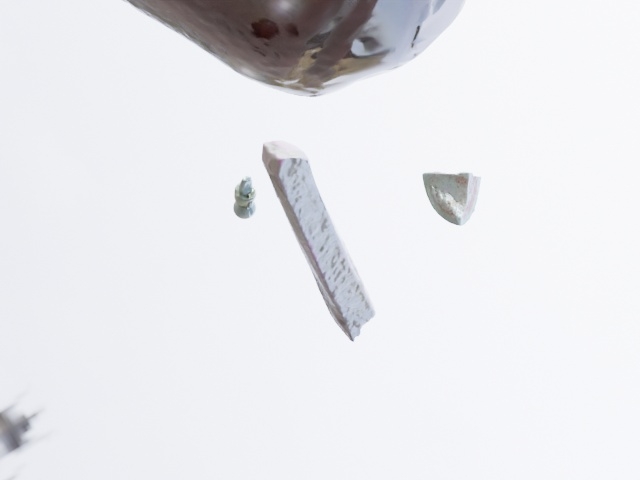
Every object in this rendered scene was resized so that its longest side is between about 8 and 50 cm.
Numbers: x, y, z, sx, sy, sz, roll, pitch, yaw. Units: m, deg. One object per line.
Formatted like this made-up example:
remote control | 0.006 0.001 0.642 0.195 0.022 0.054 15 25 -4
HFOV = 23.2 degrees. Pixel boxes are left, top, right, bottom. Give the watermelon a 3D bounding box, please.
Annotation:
watermelon | 0.173 -0.060 1.943 0.085 0.085 0.061 49 -38 18

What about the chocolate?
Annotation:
chocolate | -0.012 -0.313 1.405 0.331 0.383 0.383 36 -35 16

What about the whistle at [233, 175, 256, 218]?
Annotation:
whistle | -0.110 -0.063 2.280 0.035 0.035 0.100 47 -25 22

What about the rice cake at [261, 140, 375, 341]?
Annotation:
rice cake | 0.000 0.000 2.267 0.070 0.064 0.399 47 -13 43
